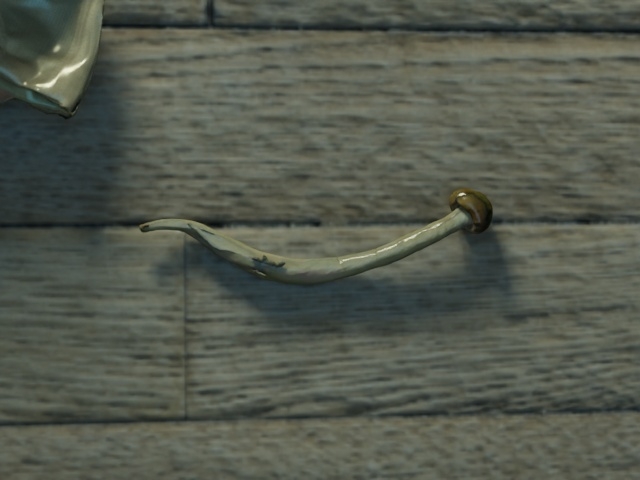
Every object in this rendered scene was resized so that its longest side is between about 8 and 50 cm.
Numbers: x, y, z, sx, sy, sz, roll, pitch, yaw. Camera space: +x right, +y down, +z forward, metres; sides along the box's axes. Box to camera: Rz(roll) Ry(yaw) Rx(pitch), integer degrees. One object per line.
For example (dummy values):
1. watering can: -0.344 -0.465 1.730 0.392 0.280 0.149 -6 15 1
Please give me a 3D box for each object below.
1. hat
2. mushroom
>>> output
1. hat: -0.311 -0.192 1.520 0.226 0.164 0.219 -5 131 27
2. mushroom: 0.000 0.001 1.605 0.306 0.043 0.068 -7 77 -7
